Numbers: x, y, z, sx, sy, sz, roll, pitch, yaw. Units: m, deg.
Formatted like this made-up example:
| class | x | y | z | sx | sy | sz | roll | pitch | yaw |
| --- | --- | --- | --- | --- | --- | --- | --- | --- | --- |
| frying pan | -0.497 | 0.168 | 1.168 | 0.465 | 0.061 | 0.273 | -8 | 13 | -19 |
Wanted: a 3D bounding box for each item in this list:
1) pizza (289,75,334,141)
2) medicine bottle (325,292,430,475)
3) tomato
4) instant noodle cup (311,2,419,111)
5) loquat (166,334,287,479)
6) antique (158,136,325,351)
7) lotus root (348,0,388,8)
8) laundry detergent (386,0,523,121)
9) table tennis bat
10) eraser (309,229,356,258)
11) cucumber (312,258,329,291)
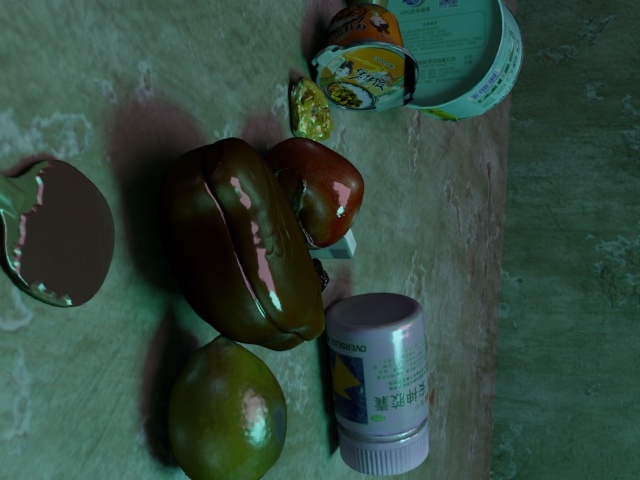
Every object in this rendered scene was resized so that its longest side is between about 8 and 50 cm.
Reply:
| class | x | y | z | sx | sy | sz | roll | pitch | yaw |
| --- | --- | --- | --- | --- | --- | --- | --- | --- | --- |
| pizza | -0.010 | -0.204 | 1.222 | 0.160 | 0.035 | 0.099 | 47 | 49 | -58 |
| medicine bottle | 0.106 | 0.257 | 1.344 | 0.178 | 0.178 | 0.291 | -37 | 126 | -61 |
| tomato | -0.011 | -0.068 | 1.077 | 0.167 | 0.167 | 0.167 | 1 | 90 | -67 |
| instant noodle cup | 0.077 | -0.324 | 1.275 | 0.208 | 0.177 | 0.126 | 32 | 48 | -49 |
| loquat | -0.111 | 0.205 | 0.883 | 0.152 | 0.152 | 0.195 | -40 | 120 | -60 |
| antique | -0.092 | 0.010 | 0.867 | 0.224 | 0.129 | 0.278 | -99 | 164 | -47 |
| lotus root | 0.090 | -0.480 | 1.388 | 0.090 | 0.077 | 0.183 | -20 | 108 | -65 |
| laundry detergent | 0.263 | -0.399 | 1.533 | 0.305 | 0.287 | 0.287 | -7 | 98 | -67 |
| table tennis bat | -0.259 | -0.021 | 0.673 | 0.234 | 0.022 | 0.131 | 52 | 46 | -58 |
| eraser | 0.000 | 0.000 | 1.169 | 0.065 | 0.105 | 0.026 | 68 | 32 | -44 |
| cucumber | -0.032 | 0.099 | 1.175 | 0.181 | 0.053 | 0.053 | -61 | 144 | -44 |
